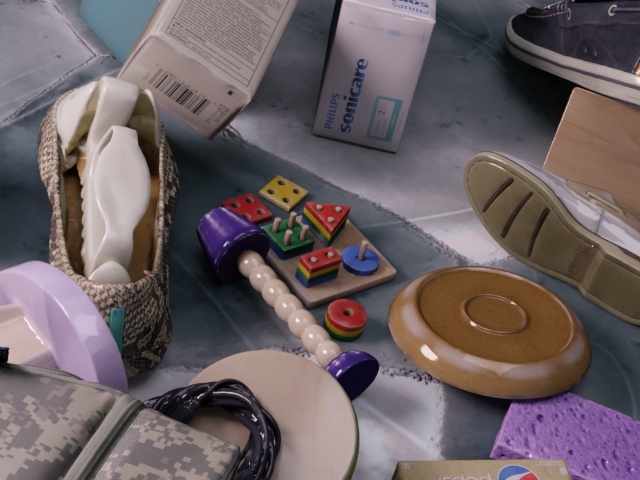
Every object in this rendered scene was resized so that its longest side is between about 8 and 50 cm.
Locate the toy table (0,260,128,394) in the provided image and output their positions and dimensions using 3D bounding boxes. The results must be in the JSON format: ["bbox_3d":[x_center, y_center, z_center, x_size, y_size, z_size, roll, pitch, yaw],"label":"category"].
[{"bbox_3d":[-0.300,0.124,1.149,0.161,0.274,0.252,-23,87,-28],"label":"toy table"}]

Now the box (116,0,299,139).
[{"bbox_3d":[-0.113,-0.297,1.586,0.148,0.121,0.311,33,55,-15],"label":"box"}]

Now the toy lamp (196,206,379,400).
[{"bbox_3d":[-0.046,0.065,1.413,0.080,0.080,0.274,-17,51,-33],"label":"toy lamp"}]

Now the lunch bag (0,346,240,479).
[{"bbox_3d":[-0.224,0.244,0.969,0.256,0.305,0.212,21,40,5],"label":"lunch bag"}]

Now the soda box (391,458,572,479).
[{"bbox_3d":[0.160,0.257,1.267,0.181,0.058,0.061,3,41,-16],"label":"soda box"}]

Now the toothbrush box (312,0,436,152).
[{"bbox_3d":[0.079,-0.299,1.765,0.126,0.216,0.295,13,39,-2],"label":"toothbrush box"}]

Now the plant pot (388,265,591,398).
[{"bbox_3d":[0.196,0.094,1.462,0.236,0.032,0.236,7,33,-5],"label":"plant pot"}]

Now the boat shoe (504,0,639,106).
[{"bbox_3d":[0.407,-0.284,1.794,0.187,0.156,0.500,15,11,-16],"label":"boat shoe"}]

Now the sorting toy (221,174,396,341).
[{"bbox_3d":[0.000,0.000,1.525,0.132,0.046,0.274,-17,49,-33],"label":"sorting toy"}]

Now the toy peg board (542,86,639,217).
[{"bbox_3d":[0.384,-0.102,1.709,0.161,0.160,0.079,21,8,7],"label":"toy peg board"}]

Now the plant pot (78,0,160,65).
[{"bbox_3d":[-0.181,-0.298,1.724,0.165,0.166,0.234,-22,64,-36],"label":"plant pot"}]

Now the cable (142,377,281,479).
[{"bbox_3d":[-0.121,0.197,1.148,0.150,0.047,0.184,14,49,26],"label":"cable"}]

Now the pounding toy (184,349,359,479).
[{"bbox_3d":[-0.073,0.223,1.218,0.237,0.110,0.183,-31,60,-13],"label":"pounding toy"}]

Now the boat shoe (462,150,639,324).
[{"bbox_3d":[0.316,-0.016,1.603,0.302,0.113,0.103,39,43,11],"label":"boat shoe"}]

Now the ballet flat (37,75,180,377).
[{"bbox_3d":[-0.229,-0.067,1.423,0.164,0.182,0.483,2,41,-14],"label":"ballet flat"}]

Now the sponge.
[{"bbox_3d":[0.296,0.226,1.368,0.210,0.031,0.117,22,39,8],"label":"sponge"}]
